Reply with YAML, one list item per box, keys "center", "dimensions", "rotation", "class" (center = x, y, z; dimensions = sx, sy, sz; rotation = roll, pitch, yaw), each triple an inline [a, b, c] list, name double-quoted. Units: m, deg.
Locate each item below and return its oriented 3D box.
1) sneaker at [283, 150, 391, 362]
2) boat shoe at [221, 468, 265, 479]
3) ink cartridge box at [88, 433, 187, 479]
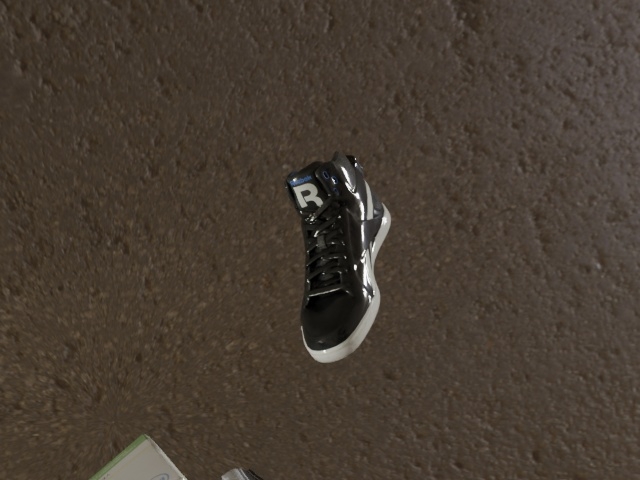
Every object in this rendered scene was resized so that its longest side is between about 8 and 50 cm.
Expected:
- center: [0.000, 0.000, 0.662]
  dimensions: [0.121, 0.079, 0.216]
  rotation: [54, 31, -29]
  class: "sneaker"
- center: [-0.012, 0.281, 0.673]
  dimensions: [0.076, 0.228, 0.080]
  rotation: [-30, 121, -25]
  class: "boat shoe"
- center: [-0.140, 0.227, 0.453]
  dimensions: [0.171, 0.235, 0.056]
  rotation: [-39, 105, -21]
  class: "ink cartridge box"
